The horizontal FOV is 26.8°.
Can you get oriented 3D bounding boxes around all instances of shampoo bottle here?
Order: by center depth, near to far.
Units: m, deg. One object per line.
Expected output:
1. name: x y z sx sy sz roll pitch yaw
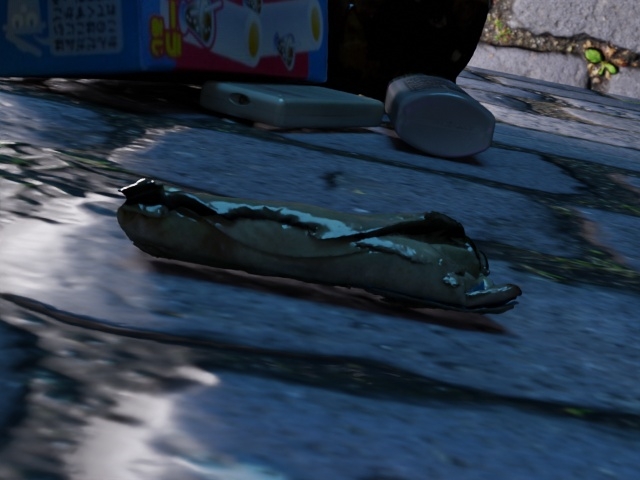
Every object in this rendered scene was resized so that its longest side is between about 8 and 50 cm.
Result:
1. shampoo bottle: 0.104 -0.118 1.231 0.086 0.056 0.227 11 11 -3

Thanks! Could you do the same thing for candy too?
1. candy: -0.130 -0.187 1.181 0.157 0.100 0.306 1 6 28

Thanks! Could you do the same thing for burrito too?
1. burrito: 0.000 0.002 0.571 0.171 0.042 0.051 7 8 -3

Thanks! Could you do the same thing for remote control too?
1. remote control: -0.019 -0.119 1.182 0.087 0.029 0.190 17 13 28

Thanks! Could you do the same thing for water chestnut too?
1. water chestnut: 0.047 -0.292 1.505 0.300 0.300 0.300 11 11 -2
